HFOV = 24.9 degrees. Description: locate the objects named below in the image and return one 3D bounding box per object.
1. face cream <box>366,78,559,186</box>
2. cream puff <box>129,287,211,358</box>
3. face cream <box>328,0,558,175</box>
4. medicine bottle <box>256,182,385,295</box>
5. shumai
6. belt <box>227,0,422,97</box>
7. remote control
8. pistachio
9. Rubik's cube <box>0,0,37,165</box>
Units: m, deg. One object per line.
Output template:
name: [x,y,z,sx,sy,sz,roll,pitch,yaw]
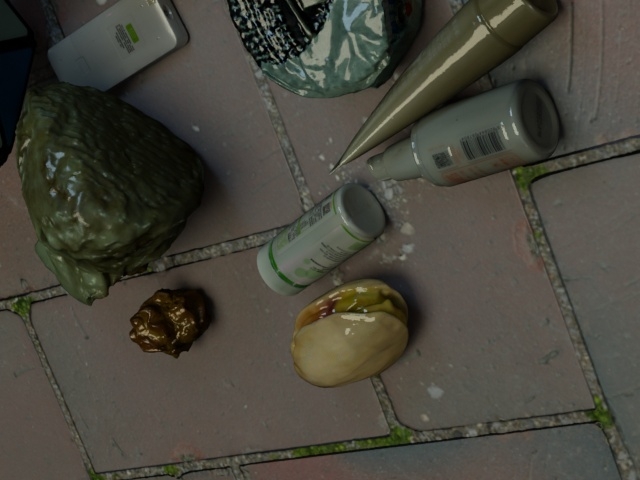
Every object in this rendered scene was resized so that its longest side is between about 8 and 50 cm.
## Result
face cream: [0.166,-0.119,1.789,0.251,0.101,0.101,-16,100,40]
cream puff: [-0.223,0.126,2.181,0.094,0.122,0.116,42,168,22]
face cream: [0.140,-0.201,1.764,0.084,0.137,0.341,45,126,-8]
medicine bottle: [0.000,0.000,1.971,0.183,0.086,0.086,-35,88,41]
shumai: [-0.331,-0.028,2.045,0.292,0.330,0.288,23,118,-25]
belt: [0.004,-0.296,1.790,0.207,0.150,0.257,-34,85,28]
remote control: [-0.297,-0.280,2.092,0.250,0.034,0.103,-25,94,41]
pistachio: [0.044,0.125,1.984,0.145,0.117,0.200,32,128,-28]
Rubik's cube: [-0.572,-0.249,2.022,0.248,0.250,0.246,-5,148,18]
